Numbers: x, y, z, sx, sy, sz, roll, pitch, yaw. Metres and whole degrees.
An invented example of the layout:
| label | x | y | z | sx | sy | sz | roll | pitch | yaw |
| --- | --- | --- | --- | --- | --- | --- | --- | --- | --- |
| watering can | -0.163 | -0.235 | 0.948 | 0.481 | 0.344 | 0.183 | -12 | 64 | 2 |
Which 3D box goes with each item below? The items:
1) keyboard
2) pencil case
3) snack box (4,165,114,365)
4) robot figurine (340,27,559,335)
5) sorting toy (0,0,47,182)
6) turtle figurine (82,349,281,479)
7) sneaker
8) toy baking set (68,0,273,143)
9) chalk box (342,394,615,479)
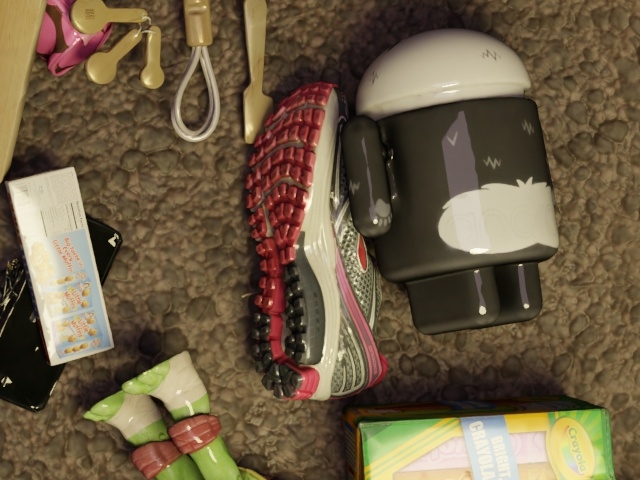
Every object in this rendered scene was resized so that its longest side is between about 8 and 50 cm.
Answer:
| label | x | y | z | sx | sy | sz | roll | pitch | yaw |
| --- | --- | --- | --- | --- | --- | --- | --- | --- | --- |
| keyboard | -0.271 | 0.059 | 1.549 | 0.100 | 0.038 | 0.192 | 28 | 84 | -26 |
| pencil case | -0.276 | -0.259 | 1.520 | 0.095 | 0.098 | 0.209 | -39 | 95 | -32 |
| snack box | -0.243 | 0.024 | 1.523 | 0.064 | 0.022 | 0.178 | -16 | 102 | -22 |
| robot figurine | 0.123 | -0.056 | 1.506 | 0.174 | 0.209 | 0.278 | -10 | 85 | 10 |
| sorting toy | -0.367 | -0.212 | 1.459 | 0.255 | 0.089 | 0.257 | 22 | 130 | 0 |
| turtle figurine | -0.130 | 0.256 | 1.463 | 0.275 | 0.198 | 0.266 | -31 | 85 | -8 |
| sneaker | 0.000 | 0.000 | 1.535 | 0.112 | 0.121 | 0.299 | 3 | 86 | -33 |
| toy baking set | -0.128 | -0.206 | 1.536 | 0.256 | 0.030 | 0.196 | 30 | 79 | -29 |
| chalk box | 0.173 | 0.236 | 1.493 | 0.289 | 0.180 | 0.179 | -3 | 88 | -5 |
